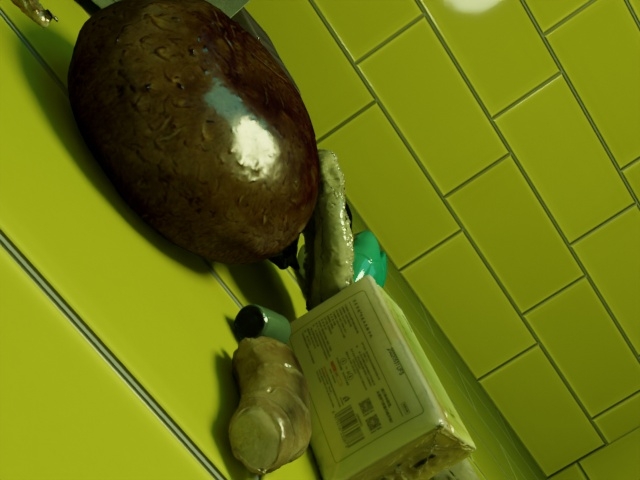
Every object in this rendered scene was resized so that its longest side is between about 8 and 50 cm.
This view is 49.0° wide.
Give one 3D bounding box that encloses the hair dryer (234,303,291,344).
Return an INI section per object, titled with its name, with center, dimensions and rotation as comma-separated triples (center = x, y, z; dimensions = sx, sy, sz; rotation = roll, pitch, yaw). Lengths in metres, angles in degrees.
[hair dryer]
center = -0.055, 0.150, 0.821
dimensions = 0.071, 0.047, 0.150
rotation = 35, 33, -62

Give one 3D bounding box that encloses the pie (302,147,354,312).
[pie]
center = 0.000, 0.000, 1.024
dimensions = 0.274, 0.055, 0.274
rotation = 177, -90, -81

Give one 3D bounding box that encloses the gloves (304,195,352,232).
[gloves]
center = -0.011, -0.093, 1.626
dimensions = 0.301, 0.152, 0.197
rotation = 67, 26, -47

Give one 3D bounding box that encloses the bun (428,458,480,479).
[bun]
center = 0.170, 0.368, 0.951
dimensions = 0.166, 0.113, 0.173
rotation = 63, -13, 13

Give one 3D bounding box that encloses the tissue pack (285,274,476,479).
[tissue pack]
center = 0.059, 0.187, 0.864
dimensions = 0.125, 0.159, 0.234
rotation = 45, 14, -46

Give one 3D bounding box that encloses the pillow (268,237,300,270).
[pillow]
center = -0.122, -0.101, 1.127
dimensions = 0.335, 0.093, 0.161
rotation = 57, -19, 18

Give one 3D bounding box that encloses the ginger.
[ginger]
center = -0.050, 0.159, 0.686
dimensions = 0.095, 0.069, 0.190
rotation = 25, 22, -21

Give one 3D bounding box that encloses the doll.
[doll]
center = 0.034, 0.073, 1.286
dimensions = 0.258, 0.153, 0.195
rotation = -19, 93, -64

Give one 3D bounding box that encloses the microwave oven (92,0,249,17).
[microwave oven]
center = -0.278, -0.546, 1.070
dimensions = 0.432, 0.374, 0.236
rotation = 35, 23, -54

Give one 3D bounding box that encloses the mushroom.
[mushroom]
center = -0.141, -0.142, 0.845
dimensions = 0.345, 0.239, 0.345
rotation = 29, 21, -12

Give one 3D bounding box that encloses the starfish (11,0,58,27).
[starfish]
center = -0.375, -0.326, 0.731
dimensions = 0.302, 0.060, 0.299
rotation = 55, 1, 32

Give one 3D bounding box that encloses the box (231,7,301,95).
[box]
center = -0.184, -0.376, 1.523
dimensions = 0.153, 0.188, 0.252
rotation = 44, 13, -52
